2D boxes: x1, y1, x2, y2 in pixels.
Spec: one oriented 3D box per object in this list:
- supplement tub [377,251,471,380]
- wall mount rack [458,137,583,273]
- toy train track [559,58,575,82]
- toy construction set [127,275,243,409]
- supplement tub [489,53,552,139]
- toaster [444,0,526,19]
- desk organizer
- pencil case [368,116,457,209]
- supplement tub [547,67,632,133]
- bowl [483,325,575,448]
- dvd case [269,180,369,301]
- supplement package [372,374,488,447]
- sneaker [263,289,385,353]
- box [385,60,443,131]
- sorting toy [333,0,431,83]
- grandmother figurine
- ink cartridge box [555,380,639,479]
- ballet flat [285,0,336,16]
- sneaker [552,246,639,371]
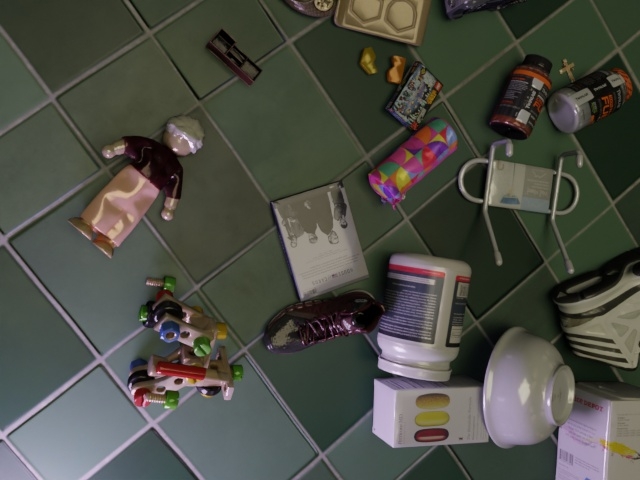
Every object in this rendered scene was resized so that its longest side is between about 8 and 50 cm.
[{"bbox_3d":[0.235,0.170,1.736,0.191,0.191,0.272,10,89,-18],"label":"supplement tub"},{"bbox_3d":[0.511,-0.083,1.847,0.349,0.130,0.304,7,90,-17],"label":"wall mount rack"},{"bbox_3d":[0.644,-0.428,1.936,0.048,0.014,0.083,-32,102,-14],"label":"toy train track"},{"bbox_3d":[-0.246,0.243,1.543,0.237,0.309,0.258,13,96,-23],"label":"toy construction set"},{"bbox_3d":[0.497,-0.353,1.845,0.106,0.106,0.198,26,85,-17],"label":"supplement tub"},{"bbox_3d":[0.390,-0.623,1.789,0.226,0.129,0.147,-17,95,-18],"label":"toaster"},{"bbox_3d":[-0.186,-0.402,1.653,0.130,0.050,0.047,41,80,-15],"label":"desk organizer"},{"bbox_3d":[0.219,-0.183,1.767,0.236,0.104,0.104,-44,104,-11],"label":"pencil case"},{"bbox_3d":[0.679,-0.356,1.896,0.190,0.117,0.117,-27,100,-14],"label":"supplement tub"},{"bbox_3d":[0.515,0.357,1.795,0.297,0.134,0.298,-3,93,-50],"label":"bowl"},{"bbox_3d":[0.000,0.000,1.739,0.179,0.029,0.239,-18,98,-17],"label":"dvd case"},{"bbox_3d":[0.259,0.401,1.782,0.244,0.134,0.139,1,91,-18],"label":"supplement package"},{"bbox_3d":[0.017,0.182,1.682,0.281,0.162,0.107,-22,98,-16],"label":"sneaker"},{"bbox_3d":[0.224,-0.341,1.787,0.094,0.027,0.137,35,81,-32],"label":"box"},{"bbox_3d":[0.144,-0.535,1.764,0.229,0.041,0.307,10,95,-15],"label":"sorting toy"},{"bbox_3d":[-0.373,-0.135,1.585,0.342,0.104,0.208,-49,132,-13],"label":"grandmother figurine"},{"bbox_3d":[0.739,0.509,1.907,0.197,0.198,0.270,2,92,-17],"label":"ink cartridge box"},{"bbox_3d":[-0.072,-0.581,1.674,0.249,0.058,0.084,31,83,-13],"label":"ballet flat"},{"bbox_3d":[0.827,0.179,1.963,0.447,0.169,0.258,-19,107,-8],"label":"sneaker"}]
